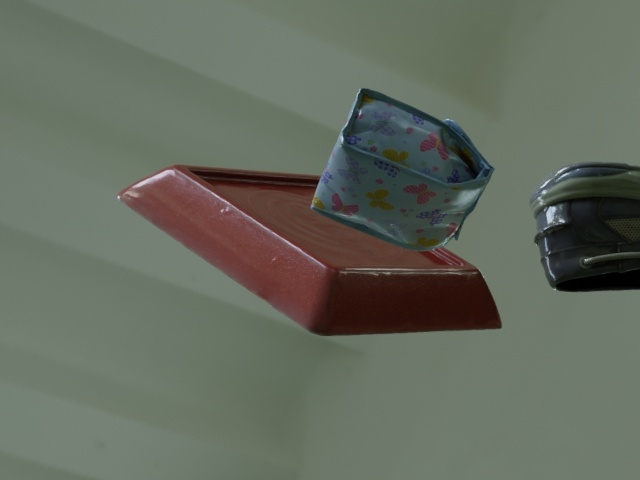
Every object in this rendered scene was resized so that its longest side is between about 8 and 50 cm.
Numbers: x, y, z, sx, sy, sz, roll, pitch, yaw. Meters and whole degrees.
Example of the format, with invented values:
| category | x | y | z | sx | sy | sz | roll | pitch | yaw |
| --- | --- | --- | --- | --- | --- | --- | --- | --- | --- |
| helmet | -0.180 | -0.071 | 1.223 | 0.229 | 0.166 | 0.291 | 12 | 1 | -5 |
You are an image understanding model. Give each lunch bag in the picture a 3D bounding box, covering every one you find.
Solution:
| category | x | y | z | sx | sy | sz | roll | pitch | yaw |
| --- | --- | --- | --- | --- | --- | --- | --- | --- | --- |
| lunch bag | 0.046 | -0.035 | 0.834 | 0.083 | 0.053 | 0.071 | 23 | -34 | 0 |

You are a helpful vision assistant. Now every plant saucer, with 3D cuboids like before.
| category | x | y | z | sx | sy | sz | roll | pitch | yaw |
| --- | --- | --- | --- | --- | --- | --- | --- | --- | --- |
| plant saucer | 0.000 | 0.000 | 1.317 | 0.259 | 0.258 | 0.048 | 3 | -66 | -50 |

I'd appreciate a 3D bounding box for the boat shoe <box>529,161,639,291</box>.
| category | x | y | z | sx | sy | sz | roll | pitch | yaw |
| --- | --- | --- | --- | --- | --- | --- | --- | --- | --- |
| boat shoe | 0.369 | 0.016 | 1.438 | 0.355 | 0.132 | 0.130 | 5 | -107 | 1 |
